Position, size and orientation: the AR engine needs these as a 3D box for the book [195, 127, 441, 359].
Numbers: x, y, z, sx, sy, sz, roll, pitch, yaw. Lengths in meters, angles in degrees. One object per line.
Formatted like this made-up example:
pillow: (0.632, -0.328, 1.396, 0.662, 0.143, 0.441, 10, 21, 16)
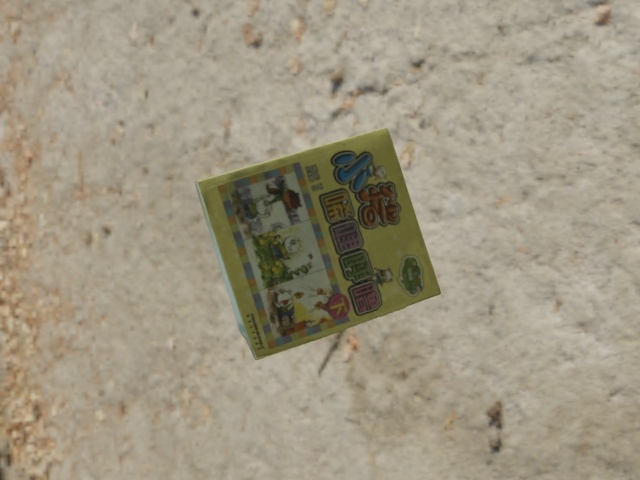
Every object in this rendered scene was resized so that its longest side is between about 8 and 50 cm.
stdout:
book: (0.000, 0.000, 0.912, 0.013, 0.192, 0.168, 165, 87, -72)
